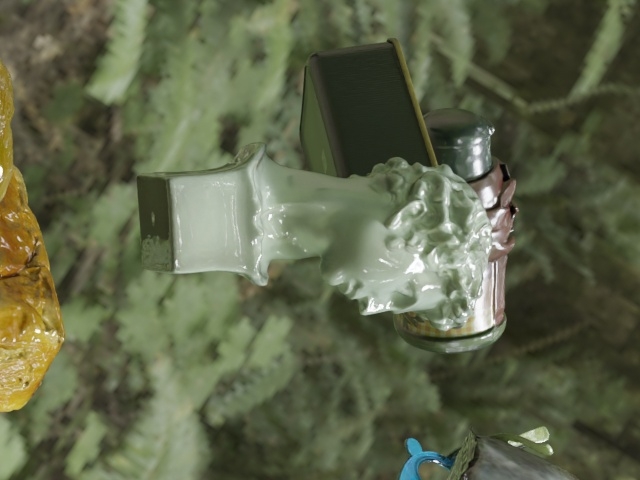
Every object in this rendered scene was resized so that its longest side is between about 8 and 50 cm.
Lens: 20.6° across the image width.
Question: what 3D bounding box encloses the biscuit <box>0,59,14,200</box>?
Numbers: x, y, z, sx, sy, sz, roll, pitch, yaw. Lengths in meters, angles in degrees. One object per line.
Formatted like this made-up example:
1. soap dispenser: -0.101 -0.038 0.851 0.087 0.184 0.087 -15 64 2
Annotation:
1. biscuit: -0.430 -0.109 1.553 0.335 0.329 0.078 -12 -178 -24

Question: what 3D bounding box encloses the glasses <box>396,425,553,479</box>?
1. glasses: 0.199 0.294 2.150 0.207 0.102 0.239 -14 -170 18

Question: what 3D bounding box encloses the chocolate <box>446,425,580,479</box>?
1. chocolate: 0.168 0.324 1.434 0.303 0.213 0.303 19 90 -86

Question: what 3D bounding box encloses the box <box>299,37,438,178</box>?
1. box: 0.042 -0.076 1.643 0.144 0.090 0.201 96 -17 -53

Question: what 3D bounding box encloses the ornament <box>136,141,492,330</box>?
1. ornament: -0.004 -0.015 1.371 0.120 0.285 0.130 -158 -100 -76

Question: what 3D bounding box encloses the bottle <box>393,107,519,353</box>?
1. bottle: 0.142 -0.017 1.994 0.143 0.156 0.271 -114 -159 -64

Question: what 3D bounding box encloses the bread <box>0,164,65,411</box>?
1. bread: -0.378 0.039 1.968 0.132 0.294 0.167 -2 138 -24
